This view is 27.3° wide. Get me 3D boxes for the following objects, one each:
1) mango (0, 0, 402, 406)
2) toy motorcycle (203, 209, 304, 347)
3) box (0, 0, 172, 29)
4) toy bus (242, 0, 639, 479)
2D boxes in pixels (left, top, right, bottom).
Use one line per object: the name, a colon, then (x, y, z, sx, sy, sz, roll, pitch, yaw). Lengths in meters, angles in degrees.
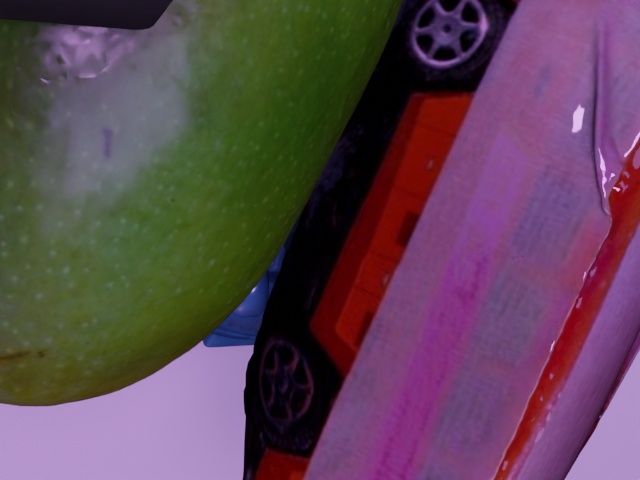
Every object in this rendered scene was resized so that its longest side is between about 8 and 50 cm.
mango: (-0.078, -0.100, 0.538, 0.225, 0.201, 0.381, 17, 112, -32)
toy motorcycle: (0.000, 0.000, 0.743, 0.272, 0.123, 0.182, -1, 147, -30)
box: (-0.187, -0.141, 0.246, 0.344, 0.352, 0.177, 3, 95, -10)
toy bus: (0.078, 0.007, 0.609, 0.127, 0.147, 0.302, 13, 105, -61)
